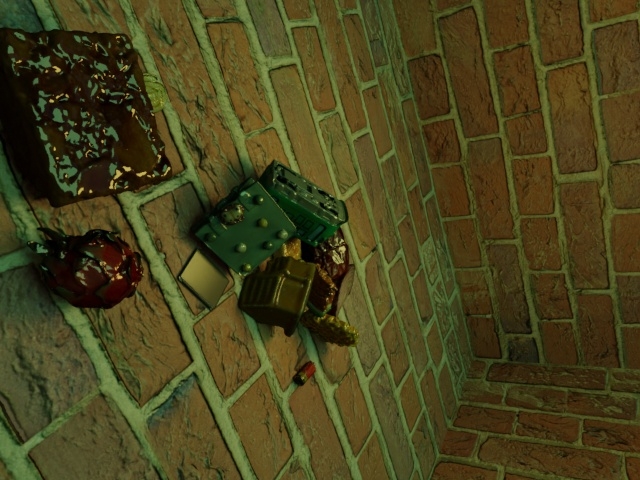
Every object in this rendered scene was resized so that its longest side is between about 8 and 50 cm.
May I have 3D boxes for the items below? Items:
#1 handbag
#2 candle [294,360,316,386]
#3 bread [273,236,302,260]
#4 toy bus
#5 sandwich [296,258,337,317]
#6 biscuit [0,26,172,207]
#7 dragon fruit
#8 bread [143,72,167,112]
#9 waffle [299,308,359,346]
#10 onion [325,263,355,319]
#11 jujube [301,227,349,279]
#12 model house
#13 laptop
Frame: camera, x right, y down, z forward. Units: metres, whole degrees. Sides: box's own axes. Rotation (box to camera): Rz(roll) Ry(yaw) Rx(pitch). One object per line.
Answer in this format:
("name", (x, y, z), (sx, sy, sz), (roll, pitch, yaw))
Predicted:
("handbag", (-0.241, -0.032, 1.545), (0.269, 0.100, 0.274), (-39, 133, -1))
("candle", (-0.056, 0.539, 1.917), (0.131, 0.052, 0.051), (-38, 117, -53))
("bread", (-0.132, 0.026, 1.856), (0.126, 0.068, 0.188), (-7, 91, -57))
("toy bus", (-0.087, -0.124, 1.736), (0.344, 0.199, 0.183), (30, 27, -22))
("sandwich", (-0.018, 0.168, 1.818), (0.235, 0.159, 0.079), (51, 34, 15))
("biscuit", (-0.577, -0.298, 1.140), (0.343, 0.167, 0.394), (-30, 112, -55))
("dragon fruit", (-0.550, 0.066, 1.113), (0.274, 0.192, 0.192), (20, 77, -41))
("bread", (-0.513, -0.420, 1.348), (0.156, 0.064, 0.117), (-42, 124, -52))
("waffle", (0.031, 0.364, 1.949), (0.309, 0.284, 0.065), (117, -4, -64))
("onion", (0.065, 0.211, 2.054), (0.247, 0.112, 0.250), (86, 28, -56))
("jujube", (0.000, 0.000, 1.951), (0.216, 0.217, 0.341), (-8, 84, -57))
("model house", (-0.163, 0.185, 1.712), (0.239, 0.173, 0.267), (19, 67, -9))
("laptop", (-0.376, 0.127, 1.523), (0.180, 0.016, 0.129), (56, 43, -37))
